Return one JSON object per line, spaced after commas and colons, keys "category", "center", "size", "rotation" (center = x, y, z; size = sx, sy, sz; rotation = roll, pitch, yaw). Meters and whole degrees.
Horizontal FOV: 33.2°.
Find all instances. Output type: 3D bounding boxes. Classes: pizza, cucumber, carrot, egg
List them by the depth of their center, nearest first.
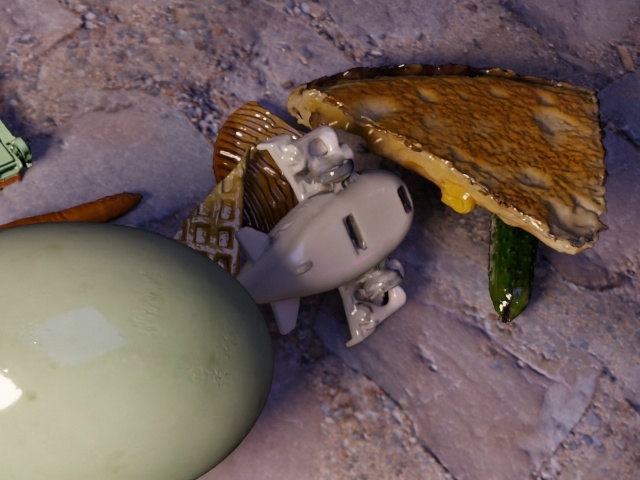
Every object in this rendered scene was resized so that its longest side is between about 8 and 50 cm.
{"category": "egg", "center": [-0.234, 0.119, 1.012], "size": [0.388, 0.276, 0.276], "rotation": [2, 58, -17]}
{"category": "carrot", "center": [-0.306, -0.012, 1.209], "size": [0.256, 0.061, 0.061], "rotation": [-32, 74, -37]}
{"category": "cucumber", "center": [0.250, 0.010, 1.395], "size": [0.069, 0.069, 0.228], "rotation": [17, 58, -9]}
{"category": "pizza", "center": [0.228, -0.147, 1.434], "size": [0.434, 0.080, 0.392], "rotation": [33, 40, 21]}

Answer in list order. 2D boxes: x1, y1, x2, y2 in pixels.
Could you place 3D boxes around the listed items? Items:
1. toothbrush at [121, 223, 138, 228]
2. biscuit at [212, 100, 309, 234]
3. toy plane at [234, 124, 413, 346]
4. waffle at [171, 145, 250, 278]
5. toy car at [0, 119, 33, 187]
{"category": "toothbrush", "center": [-0.321, 0.056, 1.180], "size": [0.307, 0.029, 0.025], "rotation": [-35, 86, -36]}
{"category": "biscuit", "center": [-0.046, -0.075, 1.359], "size": [0.228, 0.031, 0.176], "rotation": [42, 55, 9]}
{"category": "toy plane", "center": [0.004, -0.001, 1.243], "size": [0.266, 0.122, 0.267], "rotation": [3, 86, -35]}
{"category": "waffle", "center": [-0.147, -0.036, 1.275], "size": [0.125, 0.032, 0.191], "rotation": [6, 68, -14]}
{"category": "toy car", "center": [-0.399, -0.125, 1.248], "size": [0.073, 0.054, 0.143], "rotation": [-31, 72, -31]}
